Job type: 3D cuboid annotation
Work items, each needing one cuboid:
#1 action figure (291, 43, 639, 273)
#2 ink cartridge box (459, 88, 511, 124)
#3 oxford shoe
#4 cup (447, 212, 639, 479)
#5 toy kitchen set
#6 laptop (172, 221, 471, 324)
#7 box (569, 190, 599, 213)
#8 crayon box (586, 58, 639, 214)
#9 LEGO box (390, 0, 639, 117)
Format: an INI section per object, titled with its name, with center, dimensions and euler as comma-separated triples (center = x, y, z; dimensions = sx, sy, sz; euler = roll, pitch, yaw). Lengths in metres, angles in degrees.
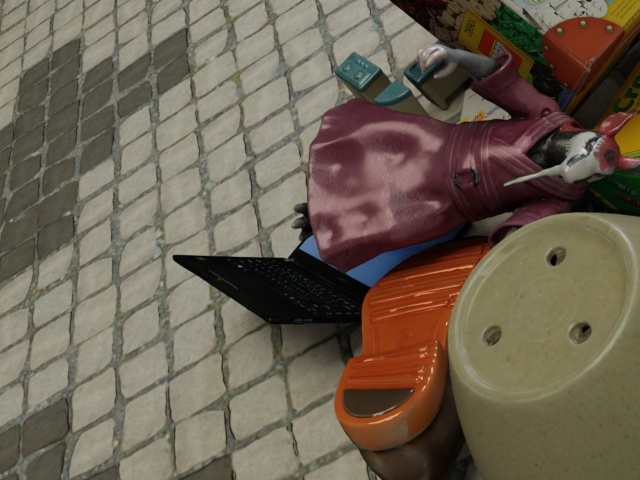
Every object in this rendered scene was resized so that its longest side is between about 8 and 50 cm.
[action figure]
center = 0.165, -0.060, 1.217
dimensions = 0.370, 0.276, 0.248
euler = -5, 82, 30
[ink cartridge box]
center = 0.221, -0.146, 1.382
dimensions = 0.104, 0.062, 0.181
euler = -28, 36, 41
[oxford shoe]
center = 0.114, 0.119, 1.188
dimensions = 0.130, 0.132, 0.363
euler = -12, 26, 30
[cup]
center = 0.238, 0.110, 0.951
dimensions = 0.331, 0.237, 0.331
euler = -28, 41, 28
[toy kitchen set]
center = 0.128, -0.269, 1.556
dimensions = 0.207, 0.122, 0.166
euler = -43, 36, -2
[laptop]
center = 0.000, 0.000, 1.388
dimensions = 0.234, 0.264, 0.136
euler = 27, 109, 52
[box]
center = 0.277, -0.056, 1.295
dimensions = 0.083, 0.018, 0.067
euler = 11, 60, 47
[crayon box]
center = 0.409, -0.149, 1.215
dimensions = 0.165, 0.081, 0.278
euler = 16, 65, 49
[LEGO box]
center = 0.287, -0.432, 1.292
dimensions = 0.372, 0.193, 0.500
euler = 41, 78, 9
